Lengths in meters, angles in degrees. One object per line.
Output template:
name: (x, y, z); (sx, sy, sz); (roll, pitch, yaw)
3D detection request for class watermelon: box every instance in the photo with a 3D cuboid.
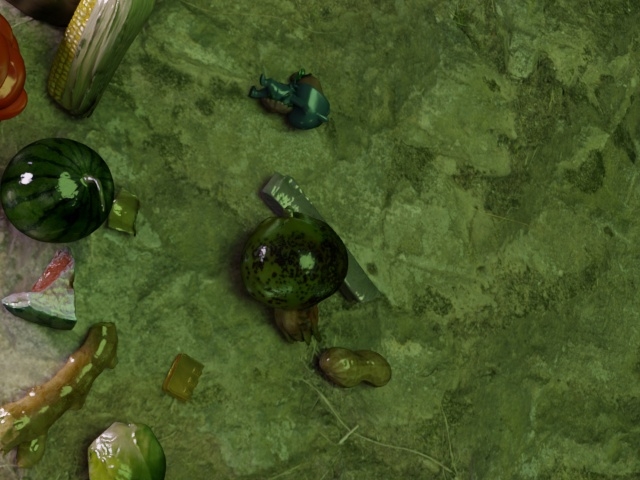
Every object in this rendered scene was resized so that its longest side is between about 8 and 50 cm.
watermelon: (-0.459, 0.096, 1.620); (0.121, 0.098, 0.158); (52, 53, -17)
watermelon: (-0.451, -0.090, 1.582); (0.188, 0.215, 0.187); (17, 65, -40)

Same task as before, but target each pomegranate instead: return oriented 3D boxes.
pomegranate: (-0.058, 0.072, 1.878); (0.222, 0.276, 0.204); (-9, 47, -14)

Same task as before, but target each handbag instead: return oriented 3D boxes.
handbag: (-0.265, 0.266, 1.768); (0.061, 0.027, 0.083); (36, 61, -24)

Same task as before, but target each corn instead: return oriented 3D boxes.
corn: (-0.396, -0.358, 1.644); (0.122, 0.305, 0.123); (-10, 57, -48)

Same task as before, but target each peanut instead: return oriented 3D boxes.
peanut: (0.080, 0.279, 1.984); (0.193, 0.089, 0.089); (11, 75, -34)

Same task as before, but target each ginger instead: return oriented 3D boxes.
ginger: (-0.456, 0.257, 1.605); (0.298, 0.065, 0.118); (-52, 125, -30)

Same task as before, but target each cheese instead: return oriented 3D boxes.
cheese: (-0.372, -0.056, 1.742); (0.060, 0.041, 0.084); (18, 86, -25)

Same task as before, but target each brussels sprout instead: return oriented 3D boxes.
brussels sprout: (-0.350, 0.405, 1.625); (0.155, 0.117, 0.155); (25, 46, -29)

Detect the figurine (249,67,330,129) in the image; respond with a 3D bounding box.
figurine: (-0.057, -0.325, 1.989); (0.178, 0.114, 0.144); (19, 69, -23)

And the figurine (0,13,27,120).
figurine: (-0.650, -0.263, 1.368); (0.241, 0.412, 0.306); (-48, 122, -53)

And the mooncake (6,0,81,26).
mooncake: (-0.470, -0.547, 1.690); (0.291, 0.161, 0.290); (6, 79, -34)

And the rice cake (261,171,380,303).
rice cake: (0.000, 0.000, 1.992); (0.365, 0.056, 0.072); (50, 62, -18)
